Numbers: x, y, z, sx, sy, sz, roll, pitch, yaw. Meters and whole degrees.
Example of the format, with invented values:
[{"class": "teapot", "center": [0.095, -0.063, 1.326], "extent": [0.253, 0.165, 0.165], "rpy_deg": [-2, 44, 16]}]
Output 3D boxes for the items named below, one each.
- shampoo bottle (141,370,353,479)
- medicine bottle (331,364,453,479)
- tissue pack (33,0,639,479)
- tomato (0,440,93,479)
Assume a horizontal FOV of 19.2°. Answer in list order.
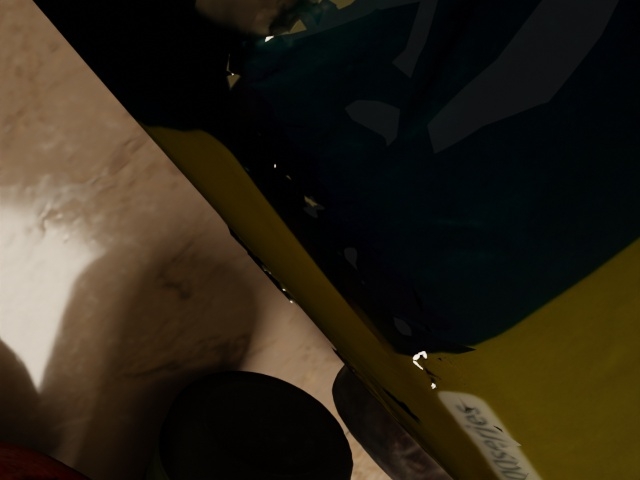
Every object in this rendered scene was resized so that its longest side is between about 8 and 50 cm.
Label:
[{"class": "shampoo bottle", "center": [-0.073, 0.204, 1.030], "extent": [0.101, 0.101, 0.284], "rpy_deg": [-9, 134, -39]}, {"class": "medicine bottle", "center": [0.148, 0.031, 1.003], "extent": [0.273, 0.165, 0.165], "rpy_deg": [-50, 145, 5]}, {"class": "tissue pack", "center": [0.088, -0.057, 0.695], "extent": [0.253, 0.264, 0.416], "rpy_deg": [-43, 133, -3]}, {"class": "tomato", "center": [-0.187, 0.188, 0.888], "extent": [0.228, 0.101, 0.228], "rpy_deg": [-41, 144, -39]}]
